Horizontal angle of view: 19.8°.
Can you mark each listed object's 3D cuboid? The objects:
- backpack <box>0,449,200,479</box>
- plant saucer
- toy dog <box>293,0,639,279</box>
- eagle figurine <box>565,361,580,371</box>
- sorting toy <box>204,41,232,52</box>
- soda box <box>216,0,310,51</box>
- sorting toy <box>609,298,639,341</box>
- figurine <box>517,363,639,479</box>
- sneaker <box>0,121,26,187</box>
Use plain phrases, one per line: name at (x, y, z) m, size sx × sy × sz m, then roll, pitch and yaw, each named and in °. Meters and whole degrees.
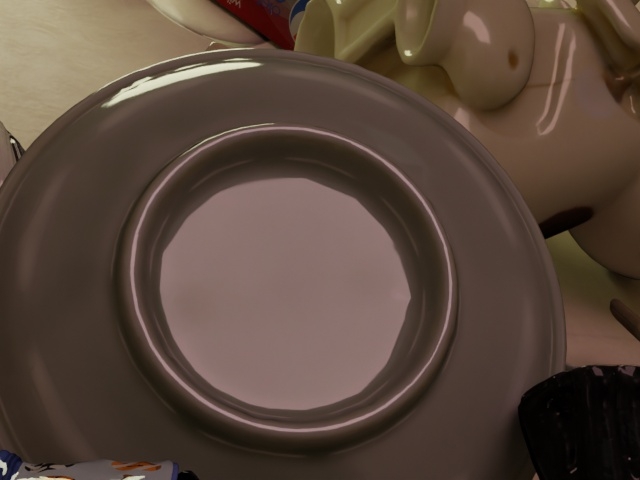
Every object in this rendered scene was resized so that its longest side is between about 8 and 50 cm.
backpack at (-0.138, 0.241, 0.938) m, size 0.213 × 0.276 × 0.263 m, roll 10°, pitch 29°, yaw 0°
plant saucer at (-0.026, 0.039, 1.178) m, size 0.400 × 0.100 × 0.400 m, roll 3°, pitch 67°, yaw -8°
toy dog at (0.223, -0.092, 1.653) m, size 0.408 × 0.284 × 0.395 m, roll 12°, pitch 56°, yaw -25°
eagle figurine at (0.282, 0.198, 1.359) m, size 0.298 × 0.225 × 0.226 m, roll -10°, pitch 34°, yaw -29°
sorting toy at (0.000, 0.000, 1.402) m, size 0.257 × 0.255 × 0.089 m, roll 31°, pitch 69°, yaw 8°
soda box at (-0.018, -0.251, 1.894) m, size 0.263 × 0.092 × 0.083 m, roll 37°, pitch 33°, yaw 18°
sorting toy at (0.356, 0.081, 1.439) m, size 0.229 × 0.041 × 0.307 m, roll 9°, pitch 4°, yaw 2°
figurine at (0.242, 0.187, 1.149) m, size 0.215 × 0.092 × 0.209 m, roll 0°, pitch 69°, yaw -23°
sneaker at (-0.212, 0.033, 1.321) m, size 0.112 × 0.121 × 0.299 m, roll 16°, pitch 37°, yaw -43°
